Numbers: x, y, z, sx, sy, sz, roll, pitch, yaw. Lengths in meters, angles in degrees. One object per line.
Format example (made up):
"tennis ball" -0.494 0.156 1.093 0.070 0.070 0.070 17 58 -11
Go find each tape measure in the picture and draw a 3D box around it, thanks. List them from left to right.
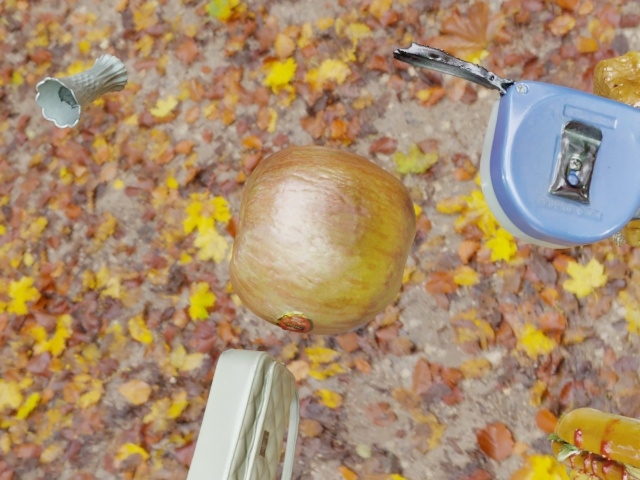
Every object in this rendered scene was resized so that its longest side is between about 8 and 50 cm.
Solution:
"tape measure" 0.246 -0.116 1.014 0.351 0.098 0.215 13 81 -8

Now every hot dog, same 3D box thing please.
"hot dog" 0.319 0.228 0.779 0.076 0.104 0.250 -28 18 -31

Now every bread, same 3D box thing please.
"bread" 0.521 -0.118 1.328 0.109 0.380 0.185 -14 44 6

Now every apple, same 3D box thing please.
"apple" 0.000 0.000 0.876 0.188 0.211 0.211 16 71 -7

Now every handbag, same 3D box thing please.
"handbag" -0.085 0.288 1.114 0.079 0.219 0.256 0 65 27

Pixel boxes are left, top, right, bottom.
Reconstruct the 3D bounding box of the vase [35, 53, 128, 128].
"vase" -0.360 -0.237 1.244 0.081 0.081 0.148 7 32 23
